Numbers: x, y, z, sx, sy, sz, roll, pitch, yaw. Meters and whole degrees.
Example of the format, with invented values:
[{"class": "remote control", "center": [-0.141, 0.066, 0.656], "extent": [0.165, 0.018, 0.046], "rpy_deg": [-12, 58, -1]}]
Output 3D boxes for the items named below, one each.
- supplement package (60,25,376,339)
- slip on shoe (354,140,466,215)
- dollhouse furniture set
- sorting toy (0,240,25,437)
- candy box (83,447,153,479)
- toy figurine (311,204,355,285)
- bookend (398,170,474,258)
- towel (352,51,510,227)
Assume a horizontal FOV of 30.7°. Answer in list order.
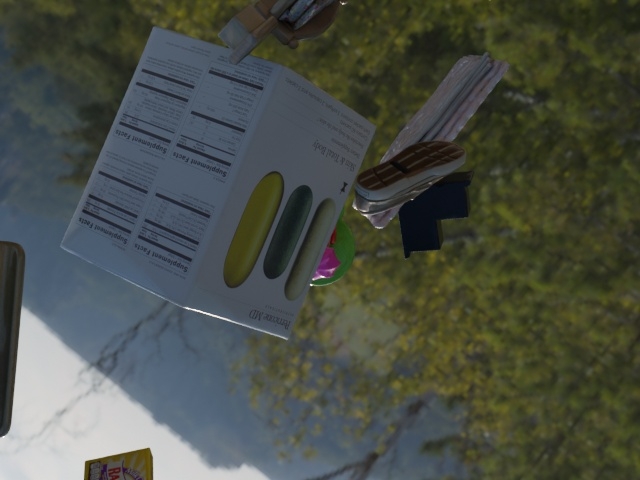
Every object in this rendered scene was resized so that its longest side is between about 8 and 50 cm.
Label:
[{"class": "supplement package", "center": [-0.108, -0.060, 1.280], "extent": [0.198, 0.263, 0.199], "rpy_deg": [22, 179, 35]}, {"class": "slip on shoe", "center": [0.094, -0.064, 1.215], "extent": [0.051, 0.135, 0.041], "rpy_deg": [39, 143, 36]}, {"class": "dollhouse furniture set", "center": [0.115, -0.294, 1.174], "extent": [0.174, 0.355, 0.303], "rpy_deg": [46, 135, -6]}, {"class": "sorting toy", "center": [-0.429, 0.051, 1.221], "extent": [0.229, 0.307, 0.041], "rpy_deg": [5, 179, -10]}, {"class": "candy box", "center": [-0.297, 0.393, 1.715], "extent": [0.206, 0.105, 0.027], "rpy_deg": [-104, 5, -55]}, {"class": "toy figurine", "center": [0.000, 0.000, 1.937], "extent": [0.130, 0.173, 0.159], "rpy_deg": [10, -174, -2]}, {"class": "bookend", "center": [0.241, -0.053, 2.379], "extent": [0.072, 0.157, 0.156], "rpy_deg": [-58, -40, -66]}, {"class": "towel", "center": [0.169, -0.169, 1.918], "extent": [0.053, 0.332, 0.317], "rpy_deg": [38, -176, -4]}]
